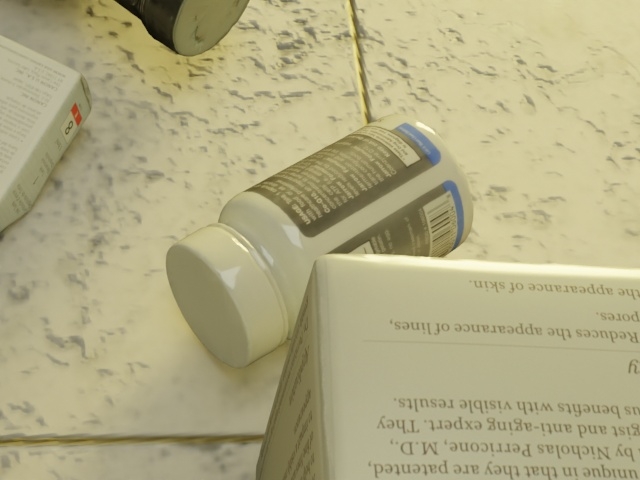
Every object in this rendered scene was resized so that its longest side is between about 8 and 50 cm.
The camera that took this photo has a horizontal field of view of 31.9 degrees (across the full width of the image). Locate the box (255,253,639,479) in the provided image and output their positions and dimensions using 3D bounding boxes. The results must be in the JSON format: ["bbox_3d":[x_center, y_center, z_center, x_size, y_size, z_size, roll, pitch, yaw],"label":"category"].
[{"bbox_3d":[0.073,0.104,0.416,0.182,0.181,0.119,3,56,-9],"label":"box"}]

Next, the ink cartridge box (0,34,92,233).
[{"bbox_3d":[-0.220,-0.034,0.556,0.145,0.045,0.179,26,73,7],"label":"ink cartridge box"}]

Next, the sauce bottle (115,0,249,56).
[{"bbox_3d":[-0.184,-0.227,0.643,0.344,0.111,0.111,37,57,13],"label":"sauce bottle"}]

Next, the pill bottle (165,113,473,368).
[{"bbox_3d":[0.000,0.000,0.538,0.137,0.078,0.078,-30,66,-27],"label":"pill bottle"}]
